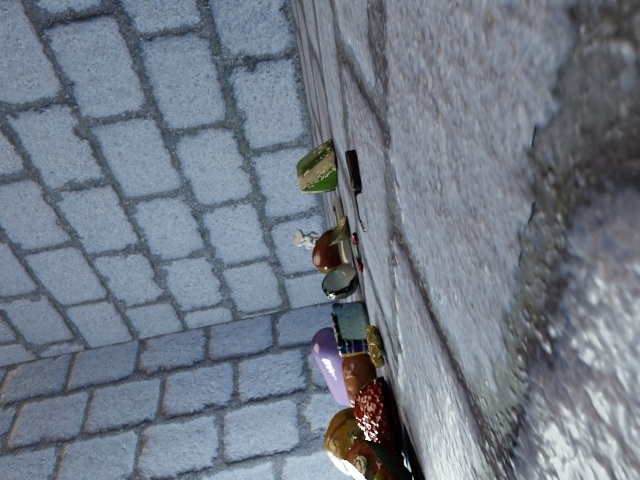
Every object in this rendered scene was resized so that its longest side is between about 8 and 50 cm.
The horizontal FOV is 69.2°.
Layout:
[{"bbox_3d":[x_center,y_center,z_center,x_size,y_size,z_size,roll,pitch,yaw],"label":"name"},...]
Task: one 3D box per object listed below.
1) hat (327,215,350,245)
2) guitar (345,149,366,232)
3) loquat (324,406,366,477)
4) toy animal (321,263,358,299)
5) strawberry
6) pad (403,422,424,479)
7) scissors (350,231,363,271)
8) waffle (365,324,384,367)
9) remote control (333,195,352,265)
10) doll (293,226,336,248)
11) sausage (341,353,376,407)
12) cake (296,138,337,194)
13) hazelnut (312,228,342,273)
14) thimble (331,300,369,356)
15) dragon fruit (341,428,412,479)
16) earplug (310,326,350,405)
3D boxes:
[{"bbox_3d":[0.095,-0.025,1.922,0.146,0.067,0.146,-57,10,17],"label":"hat"},{"bbox_3d":[0.102,-0.136,1.289,0.088,0.025,0.233,-118,16,-85],"label":"guitar"},{"bbox_3d":[0.151,0.823,1.871,0.276,0.276,0.283,-103,12,-52],"label":"loquat"},{"bbox_3d":[0.096,0.188,2.001,0.179,0.166,0.138,49,-151,-69],"label":"toy animal"},{"bbox_3d":[0.189,0.612,1.529,0.233,0.138,0.306,86,175,-68],"label":"strawberry"},{"bbox_3d":[0.266,0.647,1.266,0.267,0.004,0.181,-103,2,-70],"label":"pad"},{"bbox_3d":[0.132,0.039,1.739,0.247,0.017,0.144,-86,-14,-89],"label":"scissors"},{"bbox_3d":[0.184,0.364,1.556,0.192,0.046,0.160,79,179,-60],"label":"waffle"},{"bbox_3d":[0.091,-0.032,2.040,0.109,0.055,0.313,84,175,-76],"label":"remote control"},{"bbox_3d":[-0.012,0.017,2.449,0.144,0.271,0.208,-128,35,-47],"label":"doll"},{"bbox_3d":[0.174,0.615,2.030,0.153,0.141,0.268,-116,16,-84],"label":"sausage"},{"bbox_3d":[-0.017,-0.310,1.984,0.283,0.172,0.158,96,161,-80],"label":"cake"},{"bbox_3d":[0.042,0.055,2.295,0.181,0.181,0.212,56,-174,8],"label":"hazelnut"},{"bbox_3d":[0.123,0.354,1.902,0.237,0.150,0.237,171,90,-90],"label":"thimble"},{"bbox_3d":[0.175,0.704,1.385,0.268,0.130,0.295,49,158,4],"label":"dragon fruit"},{"bbox_3d":[0.085,0.581,2.199,0.215,0.215,0.456,-102,-9,-51],"label":"earplug"}]
